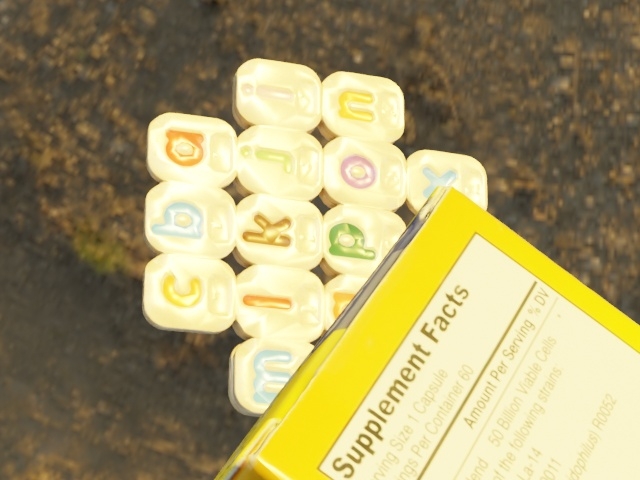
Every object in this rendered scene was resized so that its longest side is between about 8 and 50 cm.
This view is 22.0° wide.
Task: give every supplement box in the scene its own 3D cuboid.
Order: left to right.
[{"bbox_3d":[0.115,0.184,0.688,0.356,0.194,0.195,37,133,2],"label":"supplement box"}]

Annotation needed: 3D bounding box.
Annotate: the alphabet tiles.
[{"bbox_3d":[0.000,0.000,1.256,0.278,0.284,0.021,6,160,-19],"label":"alphabet tiles"}]
